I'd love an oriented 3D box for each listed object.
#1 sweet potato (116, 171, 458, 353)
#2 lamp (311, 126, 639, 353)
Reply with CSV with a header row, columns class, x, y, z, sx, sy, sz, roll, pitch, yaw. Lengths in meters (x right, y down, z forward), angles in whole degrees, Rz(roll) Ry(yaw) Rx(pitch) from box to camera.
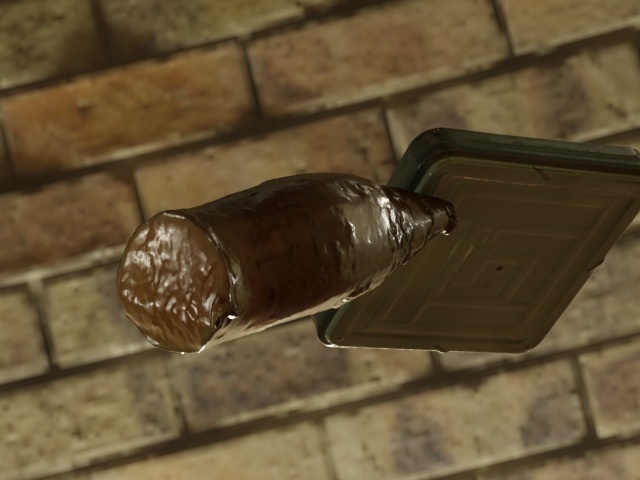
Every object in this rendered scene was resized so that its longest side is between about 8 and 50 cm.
class,x,y,z,sx,sy,sz,roll,pitch,yaw
sweet potato,-0.002,-0.002,1.552,0.337,0.131,0.131,-19,180,-39
lamp,0.153,0.009,1.785,0.269,0.047,0.266,4,135,-31
